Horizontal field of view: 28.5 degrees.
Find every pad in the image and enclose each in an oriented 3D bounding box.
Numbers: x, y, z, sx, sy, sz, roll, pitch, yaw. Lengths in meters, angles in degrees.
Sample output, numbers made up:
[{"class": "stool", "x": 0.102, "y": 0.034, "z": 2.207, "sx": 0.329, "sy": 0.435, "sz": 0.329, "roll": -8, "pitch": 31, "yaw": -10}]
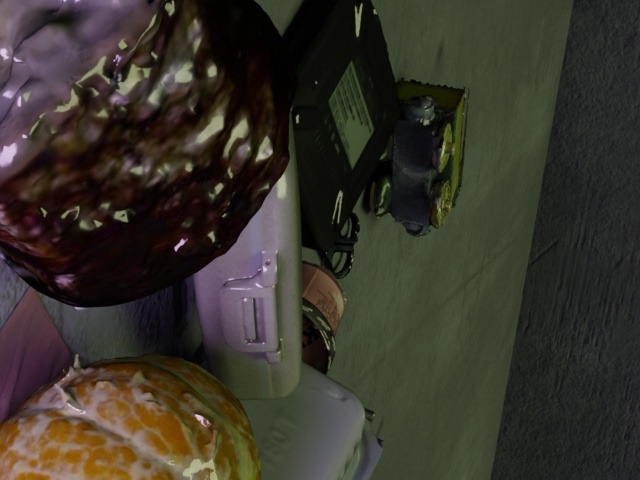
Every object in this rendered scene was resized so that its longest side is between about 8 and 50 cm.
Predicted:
[{"class": "pad", "x": -0.282, "y": 0.138, "z": 1.242, "sx": 0.188, "sy": 0.006, "sz": 0.113, "roll": 78, "pitch": 34, "yaw": -52}]

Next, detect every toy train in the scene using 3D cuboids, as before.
[{"class": "toy train", "x": 0.160, "y": -0.137, "z": 2.058, "sx": 0.177, "sy": 0.134, "sz": 0.261, "roll": -65, "pitch": 161, "yaw": -48}]

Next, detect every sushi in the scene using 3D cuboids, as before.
[{"class": "sushi", "x": -0.182, "y": -0.128, "z": 0.913, "sx": 0.299, "sy": 0.281, "sz": 0.294, "roll": -63, "pitch": 152, "yaw": -11}]

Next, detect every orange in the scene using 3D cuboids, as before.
[{"class": "orange", "x": -0.196, "y": 0.266, "z": 1.208, "sx": 0.329, "sy": 0.249, "sz": 0.329, "roll": -55, "pitch": 160, "yaw": -31}]

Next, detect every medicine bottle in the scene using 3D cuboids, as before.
[{"class": "medicine bottle", "x": -0.082, "y": -0.014, "z": 1.383, "sx": 0.282, "sy": 0.123, "sz": 0.375, "roll": -98, "pitch": -174, "yaw": -46}]

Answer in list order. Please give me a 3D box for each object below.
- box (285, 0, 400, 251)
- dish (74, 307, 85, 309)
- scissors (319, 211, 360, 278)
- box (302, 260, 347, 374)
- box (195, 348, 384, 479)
[{"class": "box", "x": 0.012, "y": -0.168, "z": 1.691, "sx": 0.289, "sy": 0.073, "sz": 0.290, "roll": -62, "pitch": 150, "yaw": -30}, {"class": "dish", "x": -0.174, "y": -0.074, "z": 1.162, "sx": 0.182, "sy": 0.080, "sz": 0.243, "roll": -34, "pitch": 118, "yaw": -66}, {"class": "scissors", "x": 0.000, "y": 0.000, "z": 1.881, "sx": 0.300, "sy": 0.022, "sz": 0.109, "roll": 10, "pitch": 91, "yaw": -70}, {"class": "box", "x": -0.041, "y": 0.106, "z": 1.672, "sx": 0.135, "sy": 0.151, "sz": 0.151, "roll": -62, "pitch": 158, "yaw": -54}, {"class": "box", "x": -0.065, "y": 0.250, "z": 1.476, "sx": 0.336, "sy": 0.264, "sz": 0.106, "roll": -60, "pitch": 179, "yaw": -45}]
